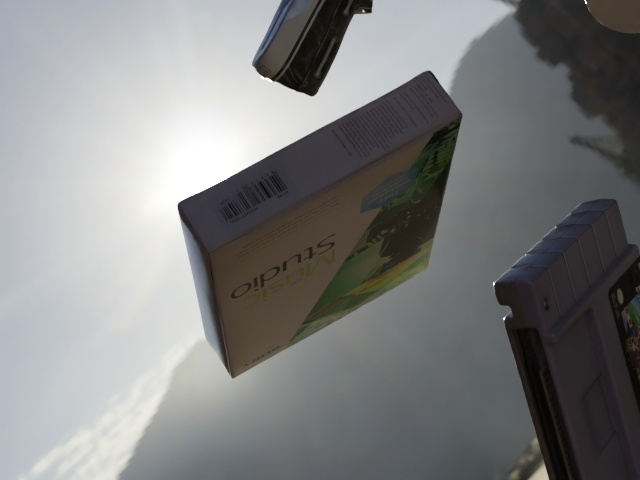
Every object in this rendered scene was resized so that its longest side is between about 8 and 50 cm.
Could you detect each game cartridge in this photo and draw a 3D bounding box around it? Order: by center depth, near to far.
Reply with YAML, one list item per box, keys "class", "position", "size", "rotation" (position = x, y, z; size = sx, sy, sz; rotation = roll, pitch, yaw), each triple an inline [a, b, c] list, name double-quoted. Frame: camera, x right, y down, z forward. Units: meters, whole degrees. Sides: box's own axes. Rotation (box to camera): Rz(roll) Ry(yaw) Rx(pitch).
- class: "game cartridge"
  position: [0.295, 0.157, 1.327]
  size: [0.068, 0.355, 0.230]
  rotation: [-4, 21, 42]

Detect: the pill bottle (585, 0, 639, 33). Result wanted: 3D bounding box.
- class: "pill bottle"
  position: [0.302, -0.276, 1.185]
  size: [0.180, 0.108, 0.108]
  rotation: [-63, 3, -40]

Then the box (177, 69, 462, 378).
- class: "box"
  position: [0.000, 0.000, 1.120]
  size: [0.232, 0.058, 0.322]
  rotation: [-29, -19, -12]

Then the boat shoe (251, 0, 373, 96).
- class: "boat shoe"
  position: [0.023, -0.366, 1.878]
  size: [0.335, 0.119, 0.121]
  rotation: [-60, 19, -2]
